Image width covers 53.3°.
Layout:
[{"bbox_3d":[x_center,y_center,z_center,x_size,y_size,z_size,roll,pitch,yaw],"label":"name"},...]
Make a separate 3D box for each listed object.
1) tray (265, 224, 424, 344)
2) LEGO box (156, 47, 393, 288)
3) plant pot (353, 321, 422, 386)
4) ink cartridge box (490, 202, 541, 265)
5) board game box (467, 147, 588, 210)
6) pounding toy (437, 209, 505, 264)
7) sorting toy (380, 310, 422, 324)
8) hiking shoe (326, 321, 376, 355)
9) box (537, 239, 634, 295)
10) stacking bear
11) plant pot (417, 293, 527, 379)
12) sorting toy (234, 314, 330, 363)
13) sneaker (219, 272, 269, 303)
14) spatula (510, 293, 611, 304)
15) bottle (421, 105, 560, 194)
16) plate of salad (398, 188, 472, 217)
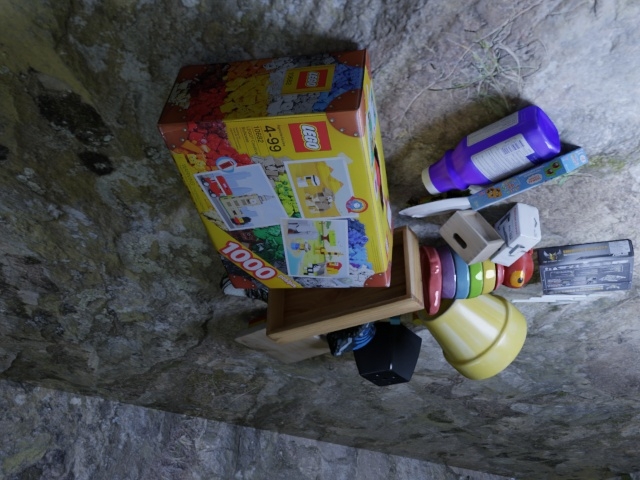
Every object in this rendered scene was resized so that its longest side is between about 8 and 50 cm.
[{"bbox_3d":[0.053,0.118,1.609,0.411,0.202,0.076,-17,143,26],"label":"tray"},{"bbox_3d":[-0.059,-0.120,1.326,0.373,0.193,0.500,-2,140,13],"label":"LEGO box"},{"bbox_3d":[0.221,0.396,2.182,0.188,0.166,0.187,-18,140,34],"label":"plant pot"},{"bbox_3d":[0.470,-0.014,1.554,0.056,0.099,0.135,15,146,-13],"label":"ink cartridge box"},{"bbox_3d":[0.438,-0.129,1.349,0.212,0.039,0.160,-23,179,39],"label":"board game box"},{"bbox_3d":[0.349,-0.012,1.537,0.130,0.141,0.100,-7,143,-53],"label":"pounding toy"},{"bbox_3d":[0.272,0.224,2.012,0.348,0.047,0.196,-1,147,10],"label":"sorting toy"},{"bbox_3d":[0.122,0.265,2.022,0.132,0.113,0.304,-8,155,-26],"label":"hiking shoe"},{"bbox_3d":[0.707,0.078,1.702,0.231,0.056,0.183,-7,147,20],"label":"box"},{"bbox_3d":[0.410,0.077,1.659,0.289,0.164,0.175,-5,116,-2],"label":"stacking bear"},{"bbox_3d":[0.420,0.234,1.846,0.239,0.253,0.254,40,137,-18],"label":"plant pot"},{"bbox_3d":[-0.113,0.316,2.180,0.256,0.089,0.257,-24,137,38],"label":"sorting toy"},{"bbox_3d":[-0.126,0.148,1.864,0.344,0.146,0.134,6,148,1],"label":"sneaker"},{"bbox_3d":[0.672,0.169,1.809,0.242,0.019,0.168,1,170,-24],"label":"spatula"},{"bbox_3d":[0.345,-0.174,1.326,0.283,0.092,0.118,-24,134,39],"label":"bottle"},{"bbox_3d":[0.278,-0.090,1.476,0.200,0.048,0.200,-9,176,-1],"label":"plate of salad"}]
